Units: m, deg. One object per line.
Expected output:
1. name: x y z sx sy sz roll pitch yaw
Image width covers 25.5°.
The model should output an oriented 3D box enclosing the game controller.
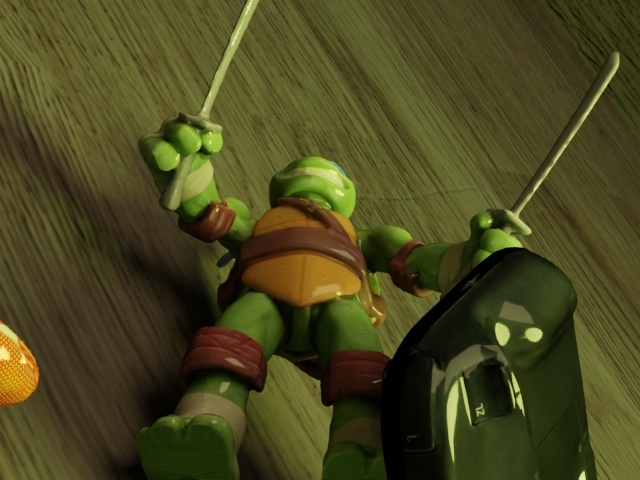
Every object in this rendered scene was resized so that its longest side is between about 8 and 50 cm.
1. game controller: 0.100 0.167 0.715 0.166 0.067 0.319 -45 130 -56

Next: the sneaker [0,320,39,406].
1. sneaker: -0.188 0.047 0.562 0.175 0.064 0.067 22 56 -44

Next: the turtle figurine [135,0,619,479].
1. turtle figurine: 0.000 0.000 0.757 0.198 0.275 0.266 35 39 -25
